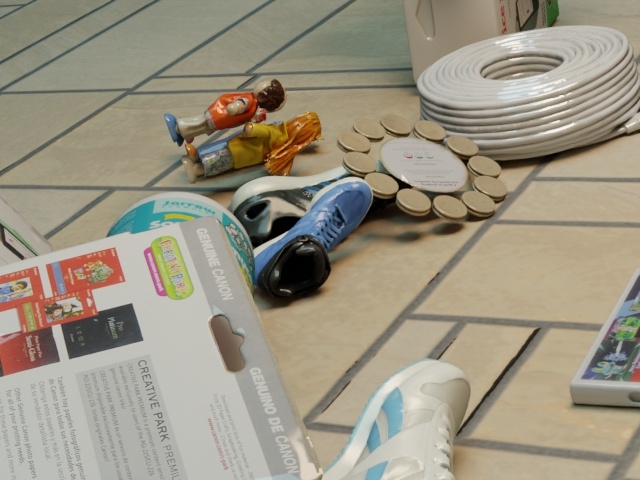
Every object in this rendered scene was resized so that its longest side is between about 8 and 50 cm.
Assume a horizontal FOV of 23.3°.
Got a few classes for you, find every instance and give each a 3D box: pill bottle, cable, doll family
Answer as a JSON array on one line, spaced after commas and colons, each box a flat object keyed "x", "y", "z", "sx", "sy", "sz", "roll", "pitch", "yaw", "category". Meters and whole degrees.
[{"x": -0.132, "y": 0.047, "z": 1.395, "sx": 0.146, "sy": 0.146, "sz": 0.264, "roll": -12, "pitch": 23, "yaw": 3, "category": "pill bottle"}, {"x": 0.236, "y": -0.170, "z": 1.777, "sx": 0.257, "sy": 0.089, "sz": 0.257, "roll": -22, "pitch": 24, "yaw": -20, "category": "cable"}, {"x": -0.080, "y": -0.120, "z": 1.838, "sx": 0.163, "sy": 0.118, "sz": 0.263, "roll": -19, "pitch": 5, "yaw": 1, "category": "doll family"}]

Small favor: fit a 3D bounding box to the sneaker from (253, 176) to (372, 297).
[{"x": 0.000, "y": 0.001, "z": 1.515, "sx": 0.152, "sy": 0.058, "sz": 0.084, "roll": -36, "pitch": 25, "yaw": -8, "category": "sneaker"}]

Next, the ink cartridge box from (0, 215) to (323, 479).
[{"x": -0.157, "y": 0.145, "z": 1.103, "sx": 0.272, "sy": 0.130, "sz": 0.309, "roll": -16, "pitch": 40, "yaw": -8, "category": "ink cartridge box"}]

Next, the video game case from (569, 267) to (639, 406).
[{"x": 0.317, "y": 0.077, "z": 1.250, "sx": 0.183, "sy": 0.023, "sz": 0.201, "roll": 1, "pitch": 27, "yaw": 28, "category": "video game case"}]

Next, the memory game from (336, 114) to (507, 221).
[{"x": 0.107, "y": -0.077, "z": 1.625, "sx": 0.186, "sy": 0.012, "sz": 0.186, "roll": 13, "pitch": 34, "yaw": -9, "category": "memory game"}]

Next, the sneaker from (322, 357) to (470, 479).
[{"x": 0.061, "y": 0.171, "z": 1.101, "sx": 0.092, "sy": 0.087, "sz": 0.228, "roll": 9, "pitch": 38, "yaw": 29, "category": "sneaker"}]

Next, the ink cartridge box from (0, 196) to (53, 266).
[{"x": -0.334, "y": 0.081, "z": 1.368, "sx": 0.201, "sy": 0.117, "sz": 0.278, "roll": -42, "pitch": 24, "yaw": 3, "category": "ink cartridge box"}]

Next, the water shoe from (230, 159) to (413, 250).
[{"x": 0.008, "y": -0.027, "z": 1.619, "sx": 0.203, "sy": 0.073, "sz": 0.080, "roll": -10, "pitch": 58, "yaw": -17, "category": "water shoe"}]

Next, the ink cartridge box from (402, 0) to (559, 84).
[{"x": 0.210, "y": -0.338, "z": 2.029, "sx": 0.121, "sy": 0.211, "sz": 0.289, "roll": 0, "pitch": 27, "yaw": 24, "category": "ink cartridge box"}]
